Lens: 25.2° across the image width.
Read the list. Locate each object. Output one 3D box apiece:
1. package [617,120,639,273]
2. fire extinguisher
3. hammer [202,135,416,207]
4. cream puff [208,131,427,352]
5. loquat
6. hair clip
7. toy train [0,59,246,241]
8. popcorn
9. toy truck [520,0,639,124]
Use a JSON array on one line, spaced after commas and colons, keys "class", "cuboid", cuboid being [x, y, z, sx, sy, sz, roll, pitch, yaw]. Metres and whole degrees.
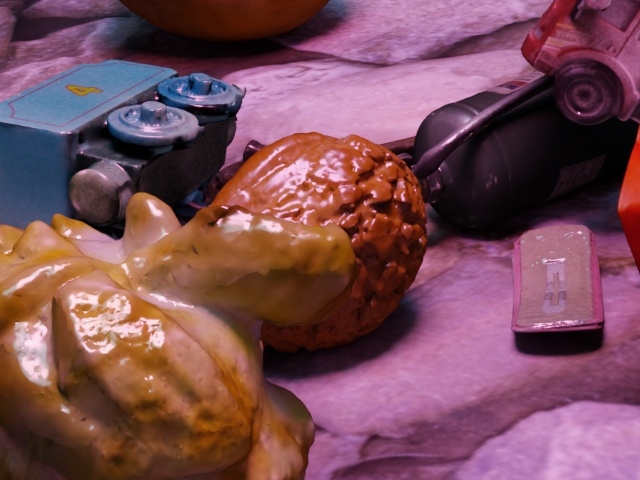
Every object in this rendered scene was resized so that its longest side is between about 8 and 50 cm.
[{"class": "package", "cuboid": [0.280, -0.120, 0.703, 0.123, 0.423, 0.196, 23, -13, -33]}, {"class": "fire extinguisher", "cuboid": [0.142, -0.071, 0.995, 0.294, 0.118, 0.093, -22, 69, -30]}, {"class": "hammer", "cuboid": [0.051, -0.060, 1.028, 0.297, 0.027, 0.125, -14, -16, -31]}, {"class": "cream puff", "cuboid": [0.002, 0.004, 0.838, 0.144, 0.126, 0.103, -31, 48, -26]}, {"class": "loquat", "cuboid": [-0.089, -0.332, 1.444, 0.275, 0.274, 0.275, -6, 24, 3]}, {"class": "hair clip", "cuboid": [0.142, 0.027, 0.865, 0.054, 0.022, 0.137, -4, 24, 9]}, {"class": "toy train", "cuboid": [-0.141, -0.064, 1.023, 0.154, 0.107, 0.198, 12, 25, 18]}, {"class": "popcorn", "cuboid": [-0.074, 0.063, 0.638, 0.212, 0.198, 0.198, -50, 30, 2]}, {"class": "toy truck", "cuboid": [0.267, -0.095, 0.887, 0.270, 0.135, 0.114, 33, 32, 4]}]
